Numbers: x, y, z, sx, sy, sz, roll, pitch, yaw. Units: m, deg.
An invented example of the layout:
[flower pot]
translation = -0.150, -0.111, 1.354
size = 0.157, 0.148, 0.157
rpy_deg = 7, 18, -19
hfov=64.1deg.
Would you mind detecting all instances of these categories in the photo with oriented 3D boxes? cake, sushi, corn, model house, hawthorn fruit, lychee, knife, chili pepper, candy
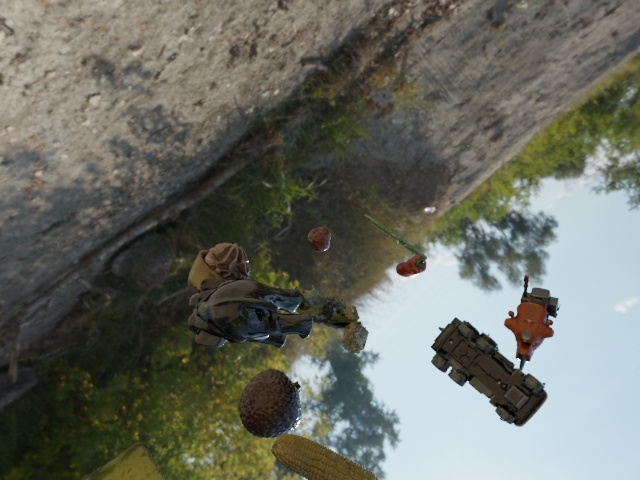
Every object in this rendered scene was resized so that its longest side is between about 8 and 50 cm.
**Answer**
[cake]
translation = -0.288, 0.095, 1.588
size = 0.178, 0.207, 0.185
rpy_deg = -47, 154, 19
[sushi]
translation = 0.010, 0.248, 1.966
size = 0.139, 0.291, 0.131
rpy_deg = -103, -146, -62
[corn]
translation = 0.014, 0.566, 1.261
size = 0.101, 0.292, 0.101
rpy_deg = 24, 90, -83
[model house]
translation = -0.554, 0.728, 1.480
size = 0.193, 0.175, 0.234
rpy_deg = -32, 155, -31
[hawthorn fruit]
translation = 0.000, 0.000, 1.783
size = 0.093, 0.093, 0.093
rpy_deg = -39, 178, -1
[lychee]
translation = -0.185, 0.620, 1.933
size = 0.261, 0.260, 0.260
rpy_deg = -39, 178, -1
[knife]
translation = 0.288, -0.013, 1.961
size = 0.019, 0.293, 0.043
rpy_deg = -55, -176, -19
[chili pepper]
translation = 0.293, 0.088, 1.669
size = 0.071, 0.063, 0.272
rpy_deg = -20, 175, -12
[candy]
translation = 0.125, 0.352, 1.864
size = 0.085, 0.095, 0.110
rpy_deg = -42, -162, 35

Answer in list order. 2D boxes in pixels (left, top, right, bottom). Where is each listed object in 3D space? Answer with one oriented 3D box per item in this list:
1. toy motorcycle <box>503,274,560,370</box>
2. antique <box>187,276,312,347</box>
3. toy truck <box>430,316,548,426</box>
[toy motorcycle]
translation = 0.694, 0.261, 1.677
size = 0.148, 0.221, 0.326
rpy_deg = 11, -146, 27
[antique]
translation = -0.204, 0.194, 1.377
size = 0.255, 0.185, 0.322
rpy_deg = 9, 160, -30
[toy truck]
translation = 0.493, 0.377, 1.532
size = 0.176, 0.363, 0.178
rpy_deg = -53, 152, 7
